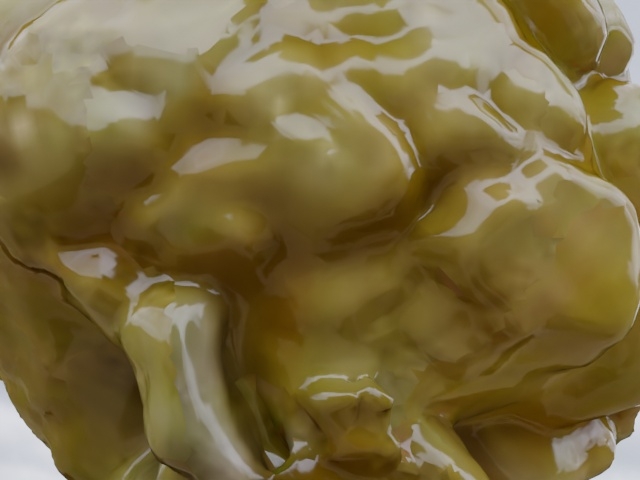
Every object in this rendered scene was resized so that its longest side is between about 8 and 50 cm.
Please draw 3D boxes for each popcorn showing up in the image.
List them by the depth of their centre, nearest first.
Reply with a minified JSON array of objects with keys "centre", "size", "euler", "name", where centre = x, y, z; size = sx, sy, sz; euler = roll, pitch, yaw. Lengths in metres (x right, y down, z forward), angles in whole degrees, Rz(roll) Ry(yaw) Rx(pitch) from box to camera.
[{"centre":[-0.013,-0.014,0.672],"size":[0.390,0.354,0.344],"euler":[48,-2,10],"name":"popcorn"}]
